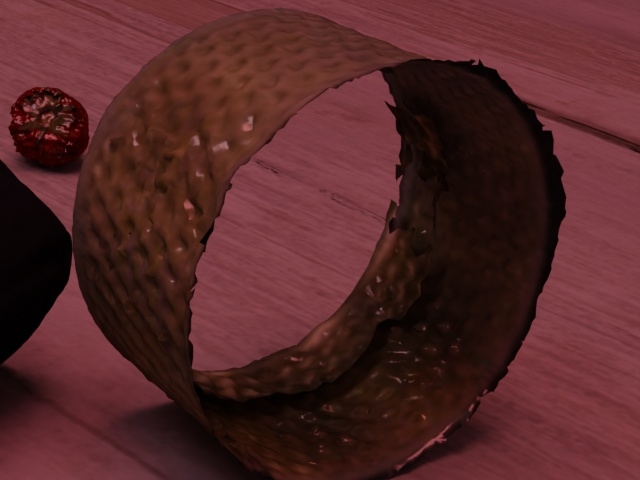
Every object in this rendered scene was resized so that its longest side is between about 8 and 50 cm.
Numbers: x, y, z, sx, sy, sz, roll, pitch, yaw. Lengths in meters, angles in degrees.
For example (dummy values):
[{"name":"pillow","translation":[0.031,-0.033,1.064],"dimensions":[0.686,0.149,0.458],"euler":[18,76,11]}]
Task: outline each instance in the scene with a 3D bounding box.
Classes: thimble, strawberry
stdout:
[{"name":"thimble","translation":[0.000,0.000,0.882],"dimensions":[0.271,0.271,0.150],"euler":[-11,28,-35]},{"name":"strawberry","translation":[-0.236,-0.096,1.288],"dimensions":[0.073,0.073,0.083],"euler":[5,-12,-4]}]

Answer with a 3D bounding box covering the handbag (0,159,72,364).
[{"name":"handbag","translation":[-0.332,0.007,0.834],"dimensions":[0.275,0.178,0.302],"euler":[45,34,4]}]
